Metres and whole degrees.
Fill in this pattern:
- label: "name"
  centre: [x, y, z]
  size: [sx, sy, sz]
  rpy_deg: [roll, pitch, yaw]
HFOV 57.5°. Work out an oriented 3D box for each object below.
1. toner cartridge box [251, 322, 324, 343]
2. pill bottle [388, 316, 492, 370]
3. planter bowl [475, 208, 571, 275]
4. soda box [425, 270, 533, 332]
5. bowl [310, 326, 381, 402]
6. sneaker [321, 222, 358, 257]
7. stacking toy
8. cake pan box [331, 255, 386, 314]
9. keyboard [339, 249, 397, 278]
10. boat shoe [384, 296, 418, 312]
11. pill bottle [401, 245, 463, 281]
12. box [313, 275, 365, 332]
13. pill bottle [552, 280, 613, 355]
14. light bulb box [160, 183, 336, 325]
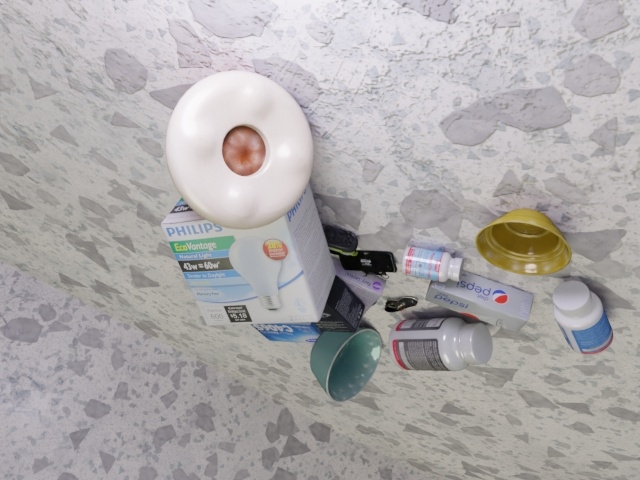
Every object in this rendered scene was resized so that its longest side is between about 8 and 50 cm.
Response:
- label: "toner cartridge box"
  centre: [-0.120, 0.355, 2.421]
  size: [0.348, 0.075, 0.165]
  rpy_deg: [-5, 141, 39]
- label: "pill bottle"
  centre: [0.399, 0.346, 1.947]
  size: [0.319, 0.176, 0.176]
  rpy_deg: [-11, 136, 45]
- label: "planter bowl"
  centre: [0.488, -0.013, 1.390]
  size: [0.217, 0.090, 0.217]
  rpy_deg: [18, 151, 10]
- label: "soda box"
  centre: [0.460, 0.167, 1.701]
  size: [0.287, 0.091, 0.098]
  rpy_deg: [19, 151, 7]
- label: "bowl"
  centre: [0.078, 0.454, 2.269]
  size: [0.163, 0.311, 0.311]
  rpy_deg: [24, 157, 39]
- label: "sneaker"
  centre: [0.000, 0.000, 1.755]
  size: [0.235, 0.084, 0.097]
  rpy_deg: [22, 152, 2]
- label: "stacking toy"
  centre: [-0.270, -0.215, 1.459]
  size: [0.351, 0.350, 0.480]
  rpy_deg: [41, 164, -28]
- label: "cake pan box"
  centre: [0.069, 0.159, 1.982]
  size: [0.267, 0.070, 0.245]
  rpy_deg: [24, 152, -1]
- label: "keyboard"
  centre: [0.152, 0.067, 1.825]
  size: [0.192, 0.038, 0.100]
  rpy_deg: [3, 121, 33]
- label: "boat shoe"
  centre: [0.272, 0.219, 1.966]
  size: [0.133, 0.042, 0.049]
  rpy_deg: [-15, 131, 45]
- label: "pill bottle"
  centre: [0.317, 0.070, 1.645]
  size: [0.160, 0.087, 0.087]
  rpy_deg: [9, 148, 22]
- label: "box"
  centre: [0.023, 0.205, 1.914]
  size: [0.153, 0.108, 0.207]
  rpy_deg: [-4, 140, 39]
- label: "pill bottle"
  centre: [0.700, 0.206, 1.565]
  size: [0.124, 0.124, 0.221]
  rpy_deg: [-2, 142, 37]
- label: "light bulb box"
  centre: [-0.184, 0.026, 1.615]
  size: [0.358, 0.225, 0.360]
  rpy_deg: [-6, 123, 18]
